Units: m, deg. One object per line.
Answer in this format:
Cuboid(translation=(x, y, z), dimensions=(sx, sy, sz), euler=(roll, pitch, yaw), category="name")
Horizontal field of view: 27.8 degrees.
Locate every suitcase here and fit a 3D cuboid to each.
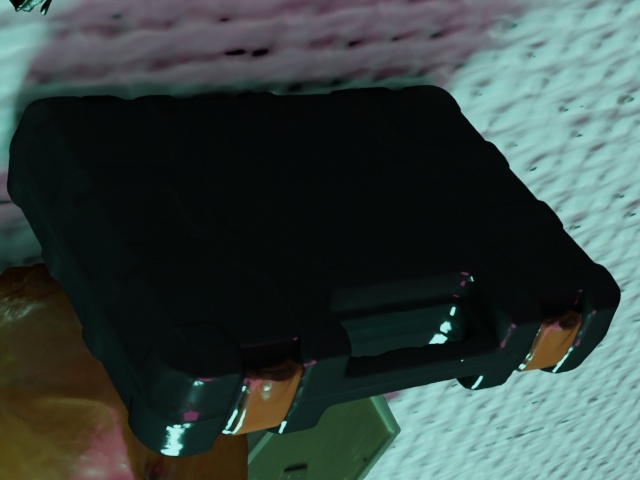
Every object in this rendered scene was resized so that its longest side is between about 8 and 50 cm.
Cuboid(translation=(0.000, 0.000, 0.681), dimensions=(0.285, 0.206, 0.066), euler=(-7, 136, -35), category="suitcase")

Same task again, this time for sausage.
Cuboid(translation=(-0.130, 0.115, 0.779), dimensions=(0.141, 0.153, 0.268), euler=(7, 153, 16), category="sausage")

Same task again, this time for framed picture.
Cuboid(translation=(-0.034, 0.202, 1.009), dimensions=(0.250, 0.016, 0.184), euler=(-50, 147, -15), category="framed picture")

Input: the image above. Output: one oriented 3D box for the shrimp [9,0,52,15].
Cuboid(translation=(-0.093, -0.188, 0.492), dimensions=(0.150, 0.051, 0.217), euler=(15, 117, -41), category="shrimp")
